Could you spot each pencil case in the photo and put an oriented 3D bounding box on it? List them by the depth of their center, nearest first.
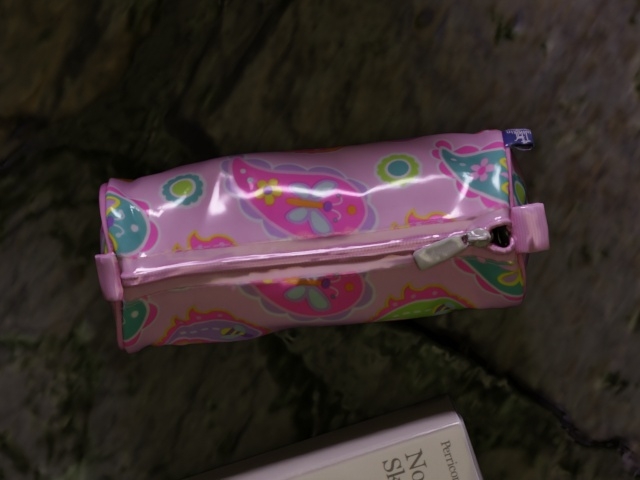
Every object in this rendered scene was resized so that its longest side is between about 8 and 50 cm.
[{"bbox_3d":[0.000,0.000,1.104,0.284,0.124,0.124,-6,95,1],"label":"pencil case"}]

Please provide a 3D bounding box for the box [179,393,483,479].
[{"bbox_3d":[-0.023,0.200,1.132,0.275,0.094,0.113,-19,95,2],"label":"box"}]
